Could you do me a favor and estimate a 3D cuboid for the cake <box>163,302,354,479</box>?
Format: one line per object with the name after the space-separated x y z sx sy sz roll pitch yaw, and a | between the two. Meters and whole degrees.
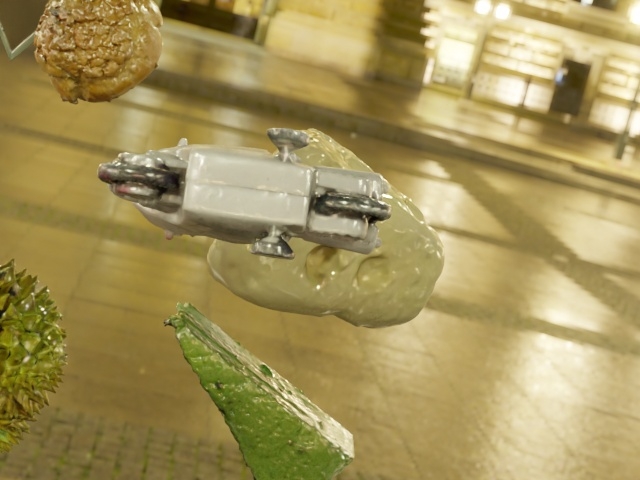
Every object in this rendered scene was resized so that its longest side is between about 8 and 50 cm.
-0.056 0.150 1.238 0.099 0.235 0.100 -29 9 6 | cake

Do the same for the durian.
-0.361 0.094 1.241 0.237 0.176 0.200 43 14 5 | durian

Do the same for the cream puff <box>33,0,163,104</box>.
-0.253 -0.236 1.381 0.165 0.150 0.115 52 -7 45 | cream puff

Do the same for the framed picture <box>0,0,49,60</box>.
-0.408 -0.349 1.624 0.011 0.183 0.142 -19 -5 -45 | framed picture

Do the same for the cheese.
0.001 -0.001 1.368 0.251 0.173 0.248 39 26 18 | cheese

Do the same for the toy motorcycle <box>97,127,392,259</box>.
-0.067 -0.041 1.113 0.260 0.110 0.171 7 -3 -2 | toy motorcycle
